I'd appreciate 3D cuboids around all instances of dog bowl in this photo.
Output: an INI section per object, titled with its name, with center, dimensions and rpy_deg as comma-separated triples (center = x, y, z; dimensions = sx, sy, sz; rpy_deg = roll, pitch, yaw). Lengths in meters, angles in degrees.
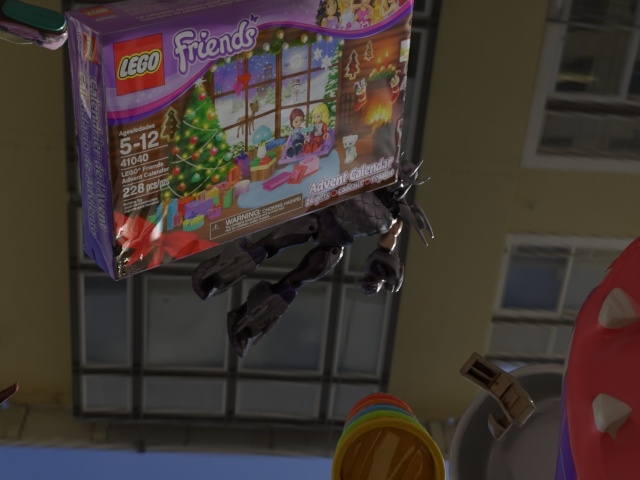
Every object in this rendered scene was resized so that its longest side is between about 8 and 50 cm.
[dog bowl]
center = 0.360, 0.353, 1.644
dimensions = 0.349, 0.348, 0.102
rpy_deg = 34, 177, 43

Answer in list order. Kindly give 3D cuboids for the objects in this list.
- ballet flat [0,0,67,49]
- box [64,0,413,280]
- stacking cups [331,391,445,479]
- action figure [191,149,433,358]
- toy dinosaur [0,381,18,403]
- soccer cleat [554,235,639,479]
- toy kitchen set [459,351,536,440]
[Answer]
[ballet flat]
center = -0.499, -0.346, 1.600
dimensions = 0.221, 0.079, 0.077
rpy_deg = 20, -131, -16
[box]
center = -0.054, -0.106, 0.835
dimensions = 0.293, 0.201, 0.057
rpy_deg = -21, -142, -33
[stacking cups]
center = 0.055, 0.191, 1.003
dimensions = 0.096, 0.096, 0.316
rpy_deg = 5, 180, 0
[action figure]
center = 0.000, 0.000, 1.129
dimensions = 0.285, 0.185, 0.099
rpy_deg = -37, -171, 15
[toy dinosaur]
center = -0.191, 0.092, 0.542
dimensions = 0.090, 0.047, 0.082
rpy_deg = 13, 164, 10
[soccer cleat]
center = 0.108, 0.095, 0.337
dimensions = 0.083, 0.095, 0.248
rpy_deg = 16, -129, 9
[toy kitchen set]
center = 0.213, 0.202, 1.316
dimensions = 0.075, 0.068, 0.083
rpy_deg = 33, -168, -17
